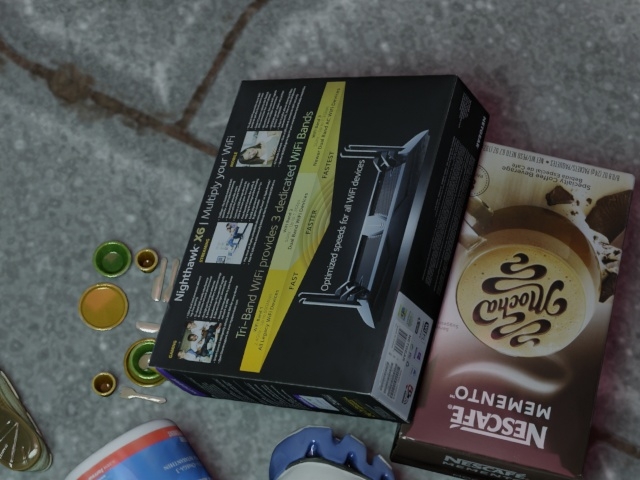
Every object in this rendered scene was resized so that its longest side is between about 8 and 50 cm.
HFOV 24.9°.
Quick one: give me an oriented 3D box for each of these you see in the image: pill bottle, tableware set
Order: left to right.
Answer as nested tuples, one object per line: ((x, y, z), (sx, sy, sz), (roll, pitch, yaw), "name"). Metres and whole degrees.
((-0.184, 0.077, 1.381), (0.104, 0.024, 0.154), (9, 71, 2), "tableware set")
((-0.122, 0.277, 1.260), (0.124, 0.124, 0.221), (-33, 76, -12), "pill bottle")

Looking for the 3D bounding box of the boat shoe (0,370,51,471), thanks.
((-0.305, 0.154, 1.344), (0.056, 0.048, 0.153), (-45, 71, -3), "boat shoe")

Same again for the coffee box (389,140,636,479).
((0.178, 0.074, 1.343), (0.168, 0.119, 0.297), (13, 70, 3), "coffee box")

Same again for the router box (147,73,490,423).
((0.000, 0.000, 1.325), (0.243, 0.081, 0.309), (4, 67, 34), "router box")

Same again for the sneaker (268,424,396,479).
((0.067, 0.291, 1.218), (0.315, 0.127, 0.182), (23, 30, 13), "sneaker")
